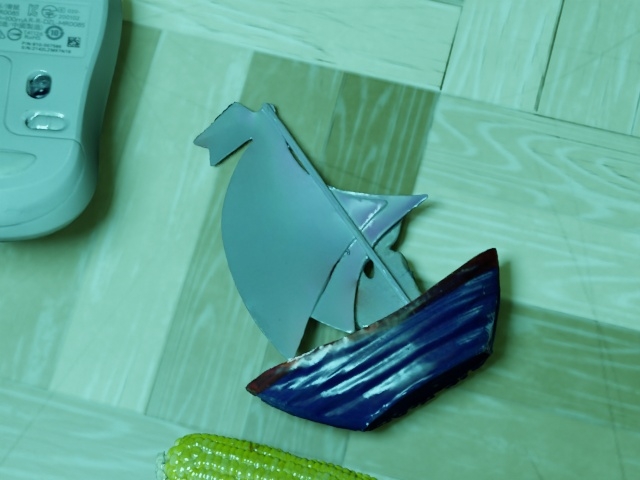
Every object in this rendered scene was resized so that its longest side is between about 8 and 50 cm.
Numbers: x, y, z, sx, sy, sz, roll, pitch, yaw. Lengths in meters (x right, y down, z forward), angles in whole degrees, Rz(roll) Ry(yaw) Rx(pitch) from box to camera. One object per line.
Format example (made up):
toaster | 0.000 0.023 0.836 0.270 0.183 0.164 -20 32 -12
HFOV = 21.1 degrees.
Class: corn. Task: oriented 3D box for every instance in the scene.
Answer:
corn | -0.030 0.198 1.341 0.206 0.067 0.067 14 73 5

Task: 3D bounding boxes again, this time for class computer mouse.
computer mouse | -0.258 -0.121 1.432 0.184 0.121 0.297 -1 59 -4

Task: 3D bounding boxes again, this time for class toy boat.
toy boat | -0.009 0.026 1.397 0.318 0.072 0.219 33 74 16
